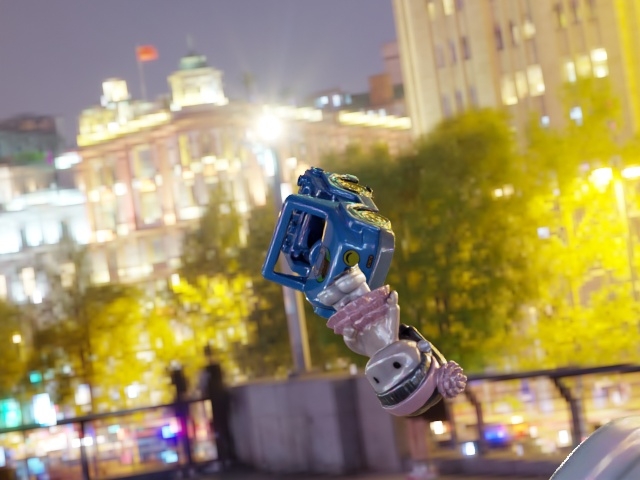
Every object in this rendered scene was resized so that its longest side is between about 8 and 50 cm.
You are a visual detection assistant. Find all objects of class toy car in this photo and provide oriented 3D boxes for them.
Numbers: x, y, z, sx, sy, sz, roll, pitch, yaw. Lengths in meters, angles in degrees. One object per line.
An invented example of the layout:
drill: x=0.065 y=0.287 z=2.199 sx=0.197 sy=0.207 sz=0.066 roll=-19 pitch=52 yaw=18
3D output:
toy car: x=0.000 y=0.000 z=1.197 sx=0.100 sy=0.097 sz=0.191 roll=13 pitch=18 yaw=-17

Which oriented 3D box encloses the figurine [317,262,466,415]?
figurine: x=0.055 y=0.076 z=1.007 sx=0.072 sy=0.129 sz=0.054 roll=-37 pitch=-9 yaw=21

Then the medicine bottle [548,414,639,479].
medicine bottle: x=0.296 y=0.279 z=0.882 sx=0.316 sy=0.202 sz=0.202 roll=32 pitch=21 yaw=33
